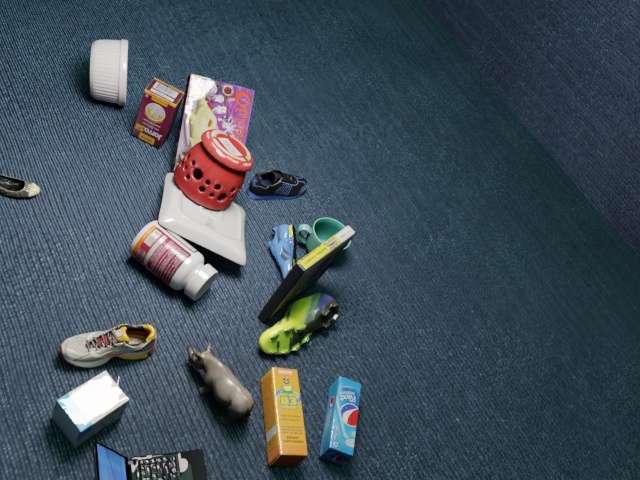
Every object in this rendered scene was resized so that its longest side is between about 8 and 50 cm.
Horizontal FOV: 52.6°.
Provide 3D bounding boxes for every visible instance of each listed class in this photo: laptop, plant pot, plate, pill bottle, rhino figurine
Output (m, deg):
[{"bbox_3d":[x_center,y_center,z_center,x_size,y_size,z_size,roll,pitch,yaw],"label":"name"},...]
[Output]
[{"bbox_3d":[-0.335,0.534,1.335,0.264,0.136,0.234,3,51,-28],"label":"laptop"},{"bbox_3d":[-0.299,-0.211,1.874,0.191,0.174,0.191,34,24,-17],"label":"plant pot"},{"bbox_3d":[-0.324,-0.076,1.872,0.277,0.045,0.278,29,28,-25],"label":"plate"},{"bbox_3d":[-0.392,0.056,1.740,0.221,0.121,0.121,38,43,5],"label":"pill bottle"},{"bbox_3d":[-0.249,0.342,1.579,0.073,0.106,0.243,-27,69,-43],"label":"rhino figurine"}]

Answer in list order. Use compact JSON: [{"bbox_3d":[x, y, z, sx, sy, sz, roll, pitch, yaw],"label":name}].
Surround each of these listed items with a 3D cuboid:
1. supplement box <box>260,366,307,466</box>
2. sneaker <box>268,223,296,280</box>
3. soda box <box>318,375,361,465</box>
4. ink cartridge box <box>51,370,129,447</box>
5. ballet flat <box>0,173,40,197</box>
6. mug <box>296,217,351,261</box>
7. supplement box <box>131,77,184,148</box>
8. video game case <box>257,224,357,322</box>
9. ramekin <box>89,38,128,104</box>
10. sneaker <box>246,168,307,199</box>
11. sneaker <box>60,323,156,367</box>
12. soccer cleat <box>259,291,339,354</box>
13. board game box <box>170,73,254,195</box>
[{"bbox_3d":[-0.093,0.435,1.610,0.078,0.080,0.233,11,45,-25],"label":"supplement box"},{"bbox_3d":[-0.115,0.045,1.967,0.082,0.069,0.209,-7,59,6],"label":"sneaker"},{"bbox_3d":[0.052,0.463,1.673,0.067,0.071,0.210,22,44,-11],"label":"soda box"},{"bbox_3d":[-0.497,0.364,1.423,0.090,0.092,0.143,46,45,13],"label":"ink cartridge box"},{"bbox_3d":[-0.836,-0.153,1.717,0.173,0.049,0.057,14,47,-20],"label":"ballet flat"},{"bbox_3d":[0.008,-0.001,2.044,0.158,0.097,0.129,41,44,9],"label":"mug"},{"bbox_3d":[-0.510,-0.395,2.024,0.104,0.188,0.081,26,42,-9],"label":"supplement box"},{"bbox_3d":[-0.037,0.094,1.802,0.035,0.275,0.248,45,44,9],"label":"video game case"},{"bbox_3d":[-0.670,-0.537,2.054,0.109,0.207,0.207,3,50,-16],"label":"ramekin"},{"bbox_3d":[-0.129,-0.191,2.138,0.232,0.090,0.081,-13,60,-37],"label":"sneaker"},{"bbox_3d":[-0.499,0.236,1.537,0.225,0.092,0.088,-6,56,-34],"label":"sneaker"},{"bbox_3d":[-0.072,0.230,1.818,0.121,0.093,0.289,25,38,38],"label":"soccer cleat"},{"bbox_3d":[-0.336,-0.321,2.012,0.208,0.056,0.346,10,88,-27],"label":"board game box"}]
